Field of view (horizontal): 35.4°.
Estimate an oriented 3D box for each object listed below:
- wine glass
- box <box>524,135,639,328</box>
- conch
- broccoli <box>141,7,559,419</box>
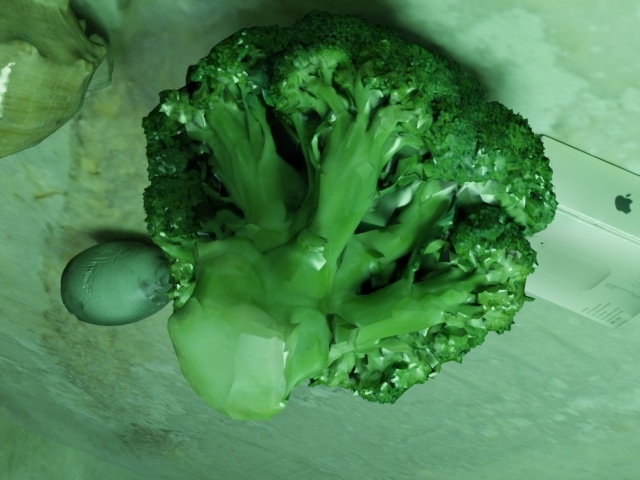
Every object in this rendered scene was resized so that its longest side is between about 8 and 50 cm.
[{"bbox_3d":[-0.207,-0.027,0.993,0.309,0.096,0.264,-8,124,50],"label":"wine glass"},{"bbox_3d":[0.184,0.000,0.705,0.129,0.051,0.130,23,155,-1],"label":"box"},{"bbox_3d":[-0.275,-0.102,0.692,0.186,0.324,0.263,59,-165,7],"label":"conch"},{"bbox_3d":[0.000,0.000,0.607,0.270,0.270,0.270,12,125,18],"label":"broccoli"}]
